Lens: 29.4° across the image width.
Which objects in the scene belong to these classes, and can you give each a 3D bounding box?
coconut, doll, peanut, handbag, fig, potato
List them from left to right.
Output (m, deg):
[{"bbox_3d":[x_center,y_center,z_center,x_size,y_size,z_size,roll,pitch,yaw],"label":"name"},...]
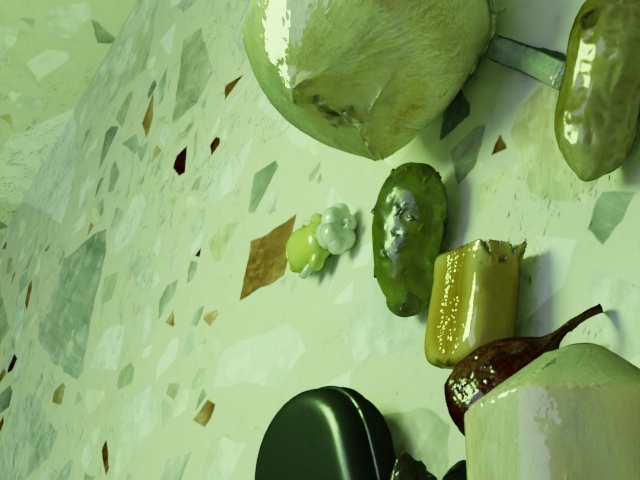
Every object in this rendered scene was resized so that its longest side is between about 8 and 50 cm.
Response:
[{"bbox_3d":[0.000,0.000,1.967,0.162,0.062,0.106,-33,49,50],"label":"doll"},{"bbox_3d":[0.003,0.348,1.657,0.254,0.093,0.308,-41,46,37],"label":"handbag"},{"bbox_3d":[0.056,-0.294,1.765,0.360,0.346,0.346,-44,13,-33],"label":"coconut"},{"bbox_3d":[0.124,-0.003,1.713,0.117,0.090,0.225,-11,69,52],"label":"potato"},{"bbox_3d":[0.239,0.149,1.373,0.201,0.134,0.146,-48,44,20],"label":"fig"},{"bbox_3d":[0.254,0.218,1.176,0.239,0.239,0.244,-31,47,50],"label":"coconut"},{"bbox_3d":[0.336,-0.184,1.430,0.120,0.110,0.236,6,78,48],"label":"peanut"}]

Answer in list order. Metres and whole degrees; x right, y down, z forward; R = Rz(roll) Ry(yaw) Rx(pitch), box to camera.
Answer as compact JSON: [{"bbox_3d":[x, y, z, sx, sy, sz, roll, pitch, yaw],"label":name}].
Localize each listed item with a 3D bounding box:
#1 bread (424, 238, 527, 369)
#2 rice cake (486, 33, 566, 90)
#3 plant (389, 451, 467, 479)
[{"bbox_3d":[0.196,0.084,1.526,0.134,0.085,0.173,-23,51,58],"label":"bread"},{"bbox_3d":[0.284,-0.239,1.639,0.207,0.036,0.047,-139,59,-61],"label":"rice cake"},{"bbox_3d":[0.120,0.408,1.371,0.182,0.194,0.320,12,87,50],"label":"plant"}]
